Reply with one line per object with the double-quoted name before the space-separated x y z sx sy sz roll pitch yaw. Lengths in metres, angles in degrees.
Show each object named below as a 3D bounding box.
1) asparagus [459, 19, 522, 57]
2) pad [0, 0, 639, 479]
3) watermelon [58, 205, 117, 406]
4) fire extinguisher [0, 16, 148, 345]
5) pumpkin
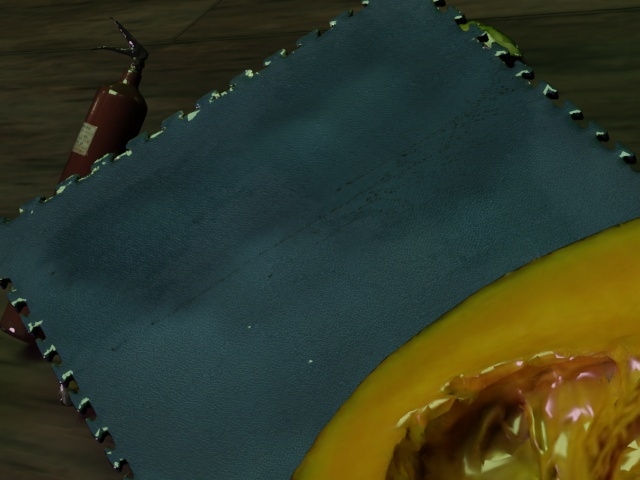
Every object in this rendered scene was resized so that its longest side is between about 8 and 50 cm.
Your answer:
"asparagus" 0.075 -0.112 1.016 0.025 0.021 0.108 -41 29 -28
"pad" 0.000 0.000 0.804 0.269 0.012 0.269 -30 43 -9
"watermelon" -0.092 0.006 0.902 0.087 0.069 0.163 -21 24 11
"fire extinguisher" -0.120 -0.027 0.942 0.035 0.049 0.173 23 90 40
"pumpkin" 0.106 0.110 0.453 0.221 0.139 0.317 -21 23 19
